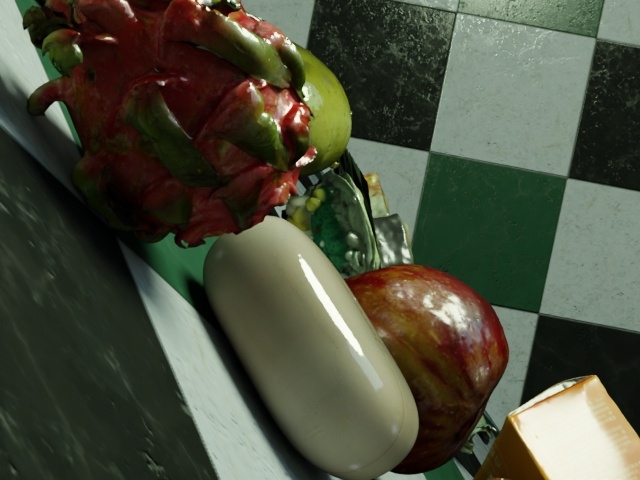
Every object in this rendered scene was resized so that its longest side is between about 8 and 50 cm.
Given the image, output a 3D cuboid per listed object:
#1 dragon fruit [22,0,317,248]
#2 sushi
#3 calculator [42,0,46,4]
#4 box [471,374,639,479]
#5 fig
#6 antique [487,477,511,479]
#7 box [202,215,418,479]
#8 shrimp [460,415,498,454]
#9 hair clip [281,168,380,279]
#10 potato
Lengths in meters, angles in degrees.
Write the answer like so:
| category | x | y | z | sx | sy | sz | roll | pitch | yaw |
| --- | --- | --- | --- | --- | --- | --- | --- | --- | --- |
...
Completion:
| category | x | y | z | sx | sy | sz | roll | pitch | yaw |
| --- | --- | --- | --- | --- | --- | --- | --- | --- | --- |
| dragon fruit | -0.095 | -0.088 | 0.795 | 0.160 | 0.166 | 0.172 | -54 | 129 | -44 |
| sushi | 0.082 | 0.033 | 1.460 | 0.339 | 0.068 | 0.320 | -113 | -167 | -71 |
| calculator | -0.271 | -0.303 | 1.046 | 0.293 | 0.051 | 0.173 | 52 | 7 | -38 |
| box | 0.340 | 0.367 | 1.591 | 0.341 | 0.143 | 0.225 | 59 | -24 | 27 |
| fig | 0.045 | 0.084 | 1.057 | 0.207 | 0.175 | 0.175 | 42 | 0 | 18 |
| antique | 0.174 | 0.281 | 1.265 | 0.104 | 0.104 | 0.104 | 55 | 5 | -7 |
| box | -0.007 | 0.074 | 0.902 | 0.200 | 0.088 | 0.146 | 57 | 6 | 25 |
| shrimp | 0.129 | 0.164 | 1.797 | 0.287 | 0.068 | 0.185 | 50 | 6 | -39 |
| hair clip | -0.002 | 0.000 | 1.386 | 0.321 | 0.091 | 0.138 | 163 | -86 | -87 |
| potato | -0.057 | -0.139 | 1.360 | 0.197 | 0.149 | 0.228 | 32 | 9 | 15 |
